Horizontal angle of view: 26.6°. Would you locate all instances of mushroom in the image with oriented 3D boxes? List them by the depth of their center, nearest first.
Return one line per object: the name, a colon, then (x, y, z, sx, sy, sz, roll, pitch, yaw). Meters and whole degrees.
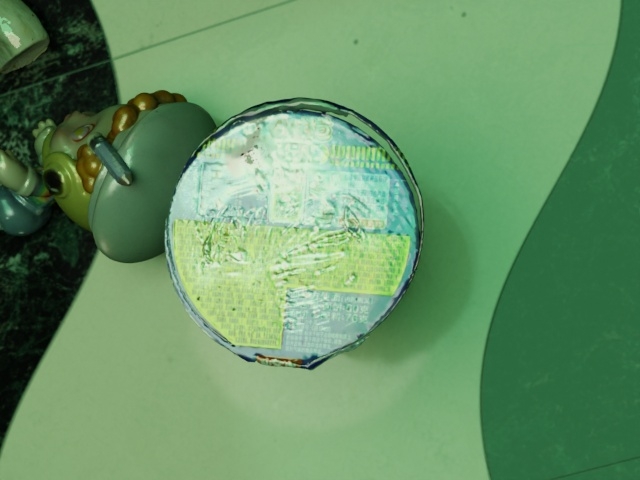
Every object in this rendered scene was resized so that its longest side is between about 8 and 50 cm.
mushroom: (-0.459, -0.317, 1.791, 0.223, 0.092, 0.081, 42, 50, 9)

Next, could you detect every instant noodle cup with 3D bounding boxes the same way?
instant noodle cup: (0.000, 0.000, 1.550, 0.284, 0.312, 0.284, -1, 86, 11)

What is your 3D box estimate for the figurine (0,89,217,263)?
figurine: (-0.298, -0.068, 1.717, 0.382, 0.224, 0.205, -6, 107, 35)
